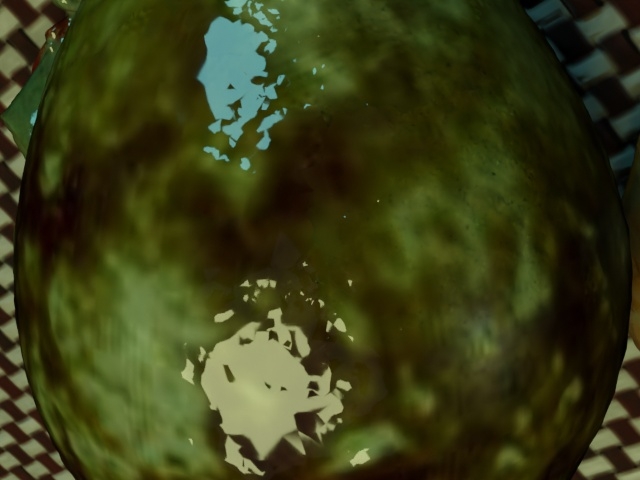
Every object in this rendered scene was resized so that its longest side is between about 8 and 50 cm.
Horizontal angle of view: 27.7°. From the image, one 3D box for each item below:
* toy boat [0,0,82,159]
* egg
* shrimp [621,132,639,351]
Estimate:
[{"bbox_3d":[-0.100,-0.038,0.630,0.089,0.071,0.185,36,156,59],"label":"toy boat"},{"bbox_3d":[0.000,0.000,0.506,0.238,0.238,0.289,5,114,20],"label":"egg"},{"bbox_3d":[0.190,-0.015,0.530,0.133,0.053,0.236,10,134,19],"label":"shrimp"}]
